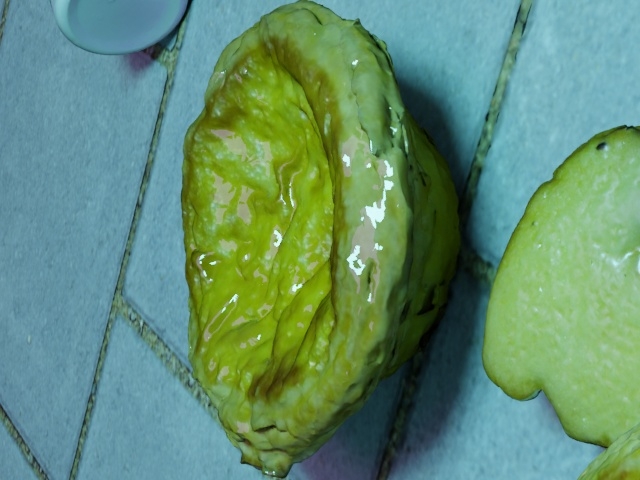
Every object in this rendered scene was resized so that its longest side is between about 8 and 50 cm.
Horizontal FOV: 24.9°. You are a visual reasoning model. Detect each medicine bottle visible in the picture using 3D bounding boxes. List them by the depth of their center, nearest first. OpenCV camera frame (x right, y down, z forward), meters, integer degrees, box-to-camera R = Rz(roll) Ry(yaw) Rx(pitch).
[{"bbox_3d":[-0.226,-0.321,1.446,0.133,0.133,0.274,-55,44,38],"label":"medicine bottle"}]

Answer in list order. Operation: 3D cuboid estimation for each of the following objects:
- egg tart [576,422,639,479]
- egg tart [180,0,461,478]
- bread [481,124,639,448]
[{"bbox_3d":[0.217,0.237,0.665,0.341,0.132,0.341,-15,72,57],"label":"egg tart"},{"bbox_3d":[-0.001,-0.004,1.050,0.341,0.129,0.341,-10,78,58],"label":"egg tart"},{"bbox_3d":[0.178,0.029,0.833,0.149,0.065,0.187,39,115,41],"label":"bread"}]
